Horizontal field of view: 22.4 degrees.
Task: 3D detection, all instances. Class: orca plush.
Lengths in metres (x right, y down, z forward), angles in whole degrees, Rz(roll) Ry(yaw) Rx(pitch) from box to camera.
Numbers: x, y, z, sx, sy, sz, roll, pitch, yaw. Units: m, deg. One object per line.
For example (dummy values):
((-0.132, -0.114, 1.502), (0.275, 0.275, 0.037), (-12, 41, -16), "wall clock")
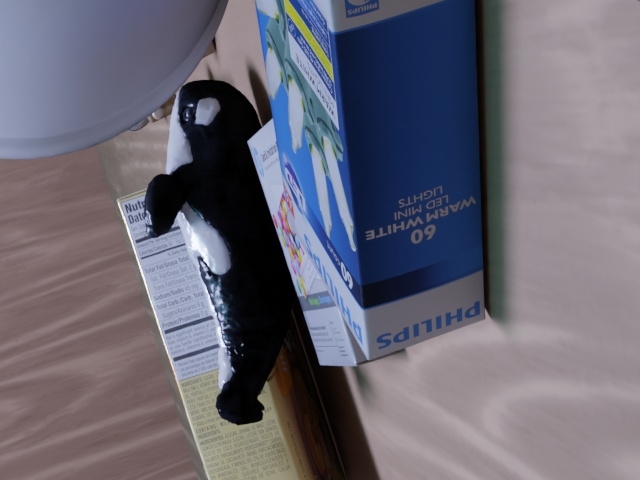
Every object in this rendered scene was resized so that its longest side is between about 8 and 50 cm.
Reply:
((-0.058, -0.001, 1.301), (0.102, 0.151, 0.287), (-19, 59, 42), "orca plush")

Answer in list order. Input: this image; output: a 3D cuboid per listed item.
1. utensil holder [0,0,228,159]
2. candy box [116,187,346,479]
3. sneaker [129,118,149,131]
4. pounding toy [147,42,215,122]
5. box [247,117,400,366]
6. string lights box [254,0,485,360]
((-0.190, -0.253, 1.013), (0.385, 0.327, 0.328), (137, 115, -75), "utensil holder")
((-0.073, 0.098, 1.448), (0.183, 0.087, 0.316), (-10, -99, -81), "candy box")
((-0.222, -0.178, 1.875), (0.225, 0.088, 0.093), (101, 148, -68), "sneaker")
((-0.146, -0.195, 1.487), (0.181, 0.094, 0.206), (59, 173, 33), "pounding toy")
((0.000, 0.000, 1.196), (0.145, 0.038, 0.186), (162, 92, -79), "box")
((0.025, -0.077, 0.847), (0.133, 0.076, 0.260), (-120, 16, -44), "string lights box")
